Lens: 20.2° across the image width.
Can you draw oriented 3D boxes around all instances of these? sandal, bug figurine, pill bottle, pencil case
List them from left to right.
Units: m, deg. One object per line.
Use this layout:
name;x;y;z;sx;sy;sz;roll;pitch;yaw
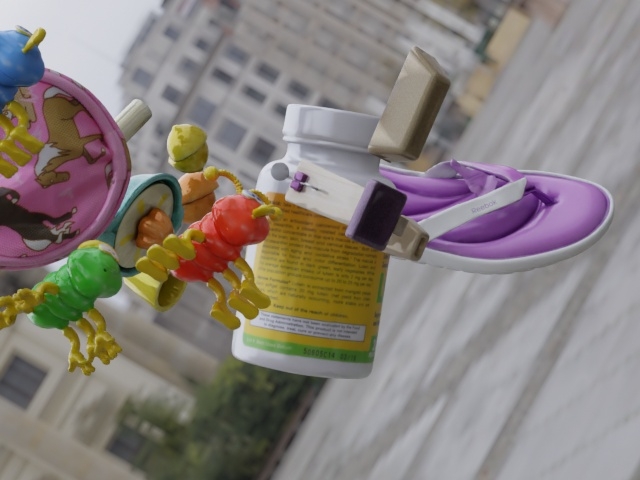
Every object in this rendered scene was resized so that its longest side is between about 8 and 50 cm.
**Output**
pencil case;-0.271;-0.070;1.501;0.160;0.167;0.386;-57;16;-4
bug figurine;-0.172;-0.024;1.182;0.216;0.279;0.072;-34;34;31
pill bottle;0.000;0.000;1.703;0.136;0.136;0.246;-43;-38;-88
sandal;0.159;-0.048;2.274;0.102;0.416;0.169;75;-157;-47

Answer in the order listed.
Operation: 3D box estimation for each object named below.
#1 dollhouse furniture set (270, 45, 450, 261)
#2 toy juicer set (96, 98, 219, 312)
dollhouse furniture set;0.029;-0.058;1.045;0.091;0.081;0.114;20;-86;-60
toy juicer set;-0.194;-0.052;2.137;0.209;0.089;0.329;-58;-24;-10
